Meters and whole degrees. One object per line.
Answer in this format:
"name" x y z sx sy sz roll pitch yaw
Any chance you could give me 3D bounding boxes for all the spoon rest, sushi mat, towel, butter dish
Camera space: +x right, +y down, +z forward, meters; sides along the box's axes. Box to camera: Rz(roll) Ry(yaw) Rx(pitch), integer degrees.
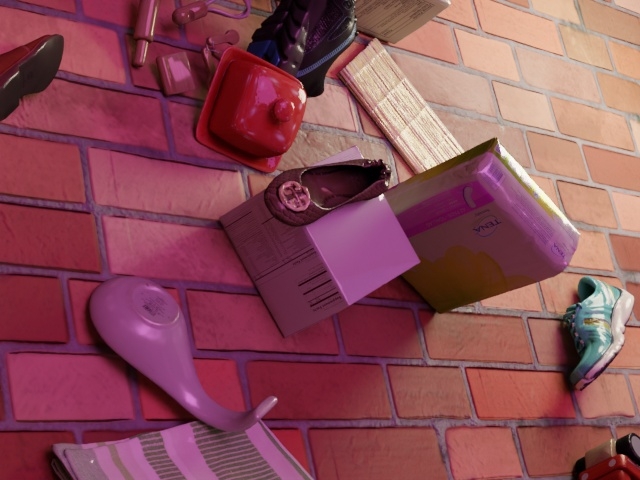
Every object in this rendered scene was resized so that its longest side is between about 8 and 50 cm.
"spoon rest" -0.186 0.150 1.687 0.276 0.084 0.137 41 34 9
"sushi mat" 0.161 -0.205 2.300 0.316 0.019 0.151 51 41 -11
"towel" -0.140 0.309 1.593 0.325 0.038 0.248 -2 36 -45
"butter dish" -0.082 -0.194 1.944 0.160 0.118 0.159 24 80 -34

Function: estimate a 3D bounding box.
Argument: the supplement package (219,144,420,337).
"supplement package" 0.000 0.000 1.916 0.194 0.149 0.203 -28 89 -48

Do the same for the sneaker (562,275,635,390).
"sneaker" 0.488 0.169 2.377 0.110 0.107 0.275 32 40 -3

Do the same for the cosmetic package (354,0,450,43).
"cosmetic package" 0.063 -0.463 2.249 0.296 0.153 0.129 15 56 -41

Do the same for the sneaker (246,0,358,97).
"sneaker" 0.006 -0.386 2.070 0.140 0.340 0.125 19 15 -47

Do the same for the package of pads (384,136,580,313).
"package of pads" 0.230 -0.011 2.044 0.229 0.297 0.101 45 51 -18

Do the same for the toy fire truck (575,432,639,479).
"toy fire truck" 0.522 0.488 2.190 0.217 0.158 0.246 40 34 -23

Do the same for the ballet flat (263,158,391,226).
"ballet flat" 0.019 -0.076 1.821 0.250 0.058 0.084 -14 77 -47

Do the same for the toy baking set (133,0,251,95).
"toy baking set" -0.191 -0.331 1.966 0.197 0.030 0.256 13 77 -37

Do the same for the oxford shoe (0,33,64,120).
"oxford shoe" -0.403 -0.228 1.708 0.076 0.076 0.212 18 31 12
